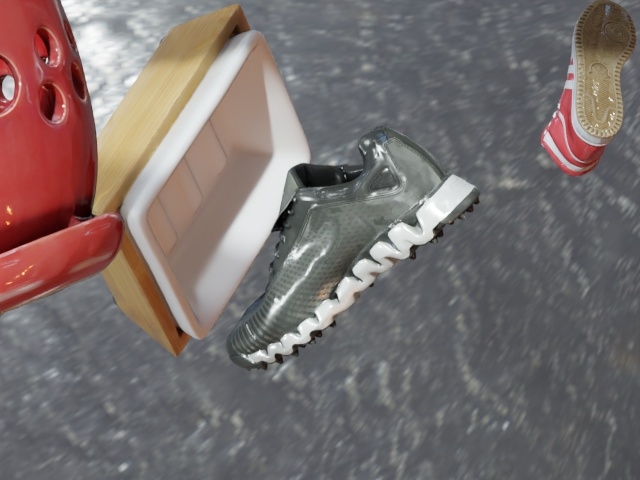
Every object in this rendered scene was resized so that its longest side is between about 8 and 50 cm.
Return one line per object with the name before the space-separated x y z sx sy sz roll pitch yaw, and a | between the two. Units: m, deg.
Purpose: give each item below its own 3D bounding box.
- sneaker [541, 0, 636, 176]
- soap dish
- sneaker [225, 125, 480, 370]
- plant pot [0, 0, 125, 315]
sneaker | 0.173 -0.097 1.227 0.042 0.118 0.067 16 146 -4
soap dish | -0.136 -0.065 1.937 0.118 0.291 0.229 11 144 28
sneaker | 0.000 0.000 1.355 0.106 0.078 0.234 48 119 -2
plant pot | -0.202 -0.040 0.993 0.191 0.191 0.174 -23 91 16
